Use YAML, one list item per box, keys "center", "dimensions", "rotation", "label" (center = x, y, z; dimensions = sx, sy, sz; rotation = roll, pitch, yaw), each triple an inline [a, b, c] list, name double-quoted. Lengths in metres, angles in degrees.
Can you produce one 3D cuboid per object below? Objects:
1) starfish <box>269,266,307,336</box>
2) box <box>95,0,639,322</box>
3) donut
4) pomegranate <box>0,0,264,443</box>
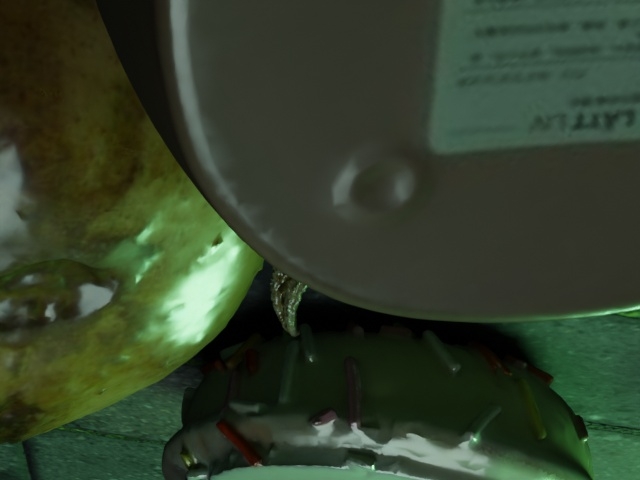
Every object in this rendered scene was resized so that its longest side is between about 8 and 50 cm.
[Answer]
- center: [0.002, -0.007, 0.992]
  dimensions: [0.213, 0.057, 0.238]
  rotation: [22, 148, -10]
  label: "starfish"
- center: [0.056, -0.134, 0.418]
  dimensions: [0.301, 0.216, 0.301]
  rotation: [-6, 131, -7]
  label: "box"
- center: [0.050, 0.184, 1.265]
  dimensions: [0.382, 0.142, 0.382]
  rotation: [6, 153, 3]
  label: "donut"
- center: [-0.155, -0.060, 0.670]
  dimensions: [0.322, 0.322, 0.322]
  rotation: [6, 154, 3]
  label: "pomegranate"
